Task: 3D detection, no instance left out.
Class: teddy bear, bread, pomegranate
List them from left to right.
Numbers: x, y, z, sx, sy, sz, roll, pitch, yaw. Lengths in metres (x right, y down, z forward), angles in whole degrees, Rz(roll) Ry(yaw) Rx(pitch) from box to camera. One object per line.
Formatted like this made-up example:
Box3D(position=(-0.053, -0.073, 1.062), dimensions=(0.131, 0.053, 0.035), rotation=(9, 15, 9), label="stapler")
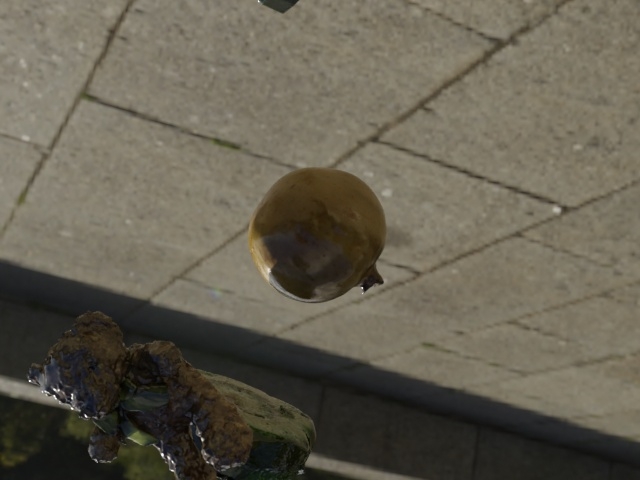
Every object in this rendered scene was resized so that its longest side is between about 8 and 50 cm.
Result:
Box3D(position=(-0.269, 0.252, 1.605), dimensions=(0.223, 0.296, 0.246), rotation=(1, 136, -47), label="teddy bear")
Box3D(position=(-0.202, 0.377, 2.230), dimensions=(0.382, 0.129, 0.366), rotation=(16, -174, -22), label="bread")
Box3D(position=(-0.009, -0.016, 2.214), dimensions=(0.307, 0.307, 0.307), rotation=(9, 161, 3), label="pomegranate")

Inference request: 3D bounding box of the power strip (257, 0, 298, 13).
Box3D(position=(-0.131, -0.510, 1.811), dimensions=(0.053, 0.288, 0.093), rotation=(-38, 160, 24), label="power strip")
